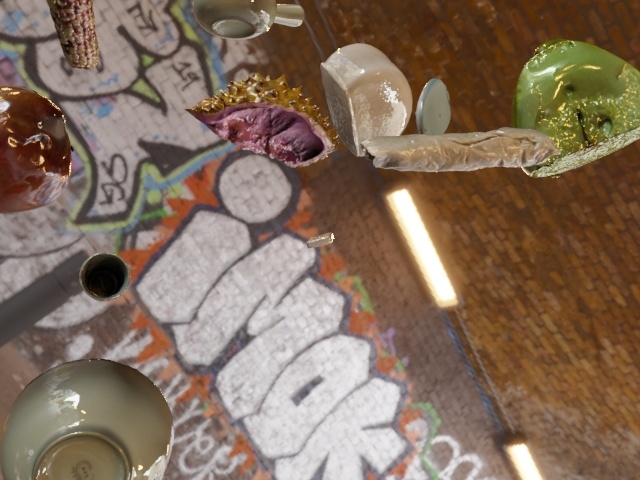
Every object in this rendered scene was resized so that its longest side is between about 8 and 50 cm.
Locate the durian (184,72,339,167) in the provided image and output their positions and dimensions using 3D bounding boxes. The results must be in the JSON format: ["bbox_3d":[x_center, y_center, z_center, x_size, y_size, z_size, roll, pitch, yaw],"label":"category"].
[{"bbox_3d":[-0.076,-0.244,1.312,0.341,0.191,0.112,20,55,-46],"label":"durian"}]

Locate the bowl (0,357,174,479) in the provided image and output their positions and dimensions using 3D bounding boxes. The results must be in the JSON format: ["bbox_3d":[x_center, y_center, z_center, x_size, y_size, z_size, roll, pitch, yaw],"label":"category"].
[{"bbox_3d":[-0.468,0.430,1.341,0.354,0.354,0.185,57,-9,-13],"label":"bowl"}]

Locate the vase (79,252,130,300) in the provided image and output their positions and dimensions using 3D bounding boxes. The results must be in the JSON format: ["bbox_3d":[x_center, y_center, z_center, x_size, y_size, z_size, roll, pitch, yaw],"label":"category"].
[{"bbox_3d":[-0.455,0.085,1.412,0.096,0.096,0.219,55,-20,-5],"label":"vase"}]

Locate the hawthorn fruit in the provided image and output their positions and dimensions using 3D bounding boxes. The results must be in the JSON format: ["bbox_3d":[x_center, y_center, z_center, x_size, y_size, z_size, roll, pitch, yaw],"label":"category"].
[{"bbox_3d":[-0.712,-0.203,1.485,0.325,0.308,0.308,8,18,-36],"label":"hawthorn fruit"}]

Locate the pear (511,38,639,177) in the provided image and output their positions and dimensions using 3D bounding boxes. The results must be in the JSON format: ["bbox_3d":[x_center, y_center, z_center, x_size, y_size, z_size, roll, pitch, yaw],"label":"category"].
[{"bbox_3d":[0.608,-0.342,1.661,0.238,0.342,0.318,58,11,-82],"label":"pear"}]

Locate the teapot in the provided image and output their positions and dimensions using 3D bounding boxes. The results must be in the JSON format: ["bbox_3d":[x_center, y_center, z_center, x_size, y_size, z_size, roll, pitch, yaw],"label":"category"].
[{"bbox_3d":[-0.188,-0.591,1.724,0.318,0.220,0.149,20,70,-72],"label":"teapot"}]

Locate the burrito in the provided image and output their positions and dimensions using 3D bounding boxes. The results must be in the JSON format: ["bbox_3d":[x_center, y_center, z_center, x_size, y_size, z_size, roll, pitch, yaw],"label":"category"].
[{"bbox_3d":[0.264,-0.175,1.284,0.117,0.392,0.076,-129,-143,-65],"label":"burrito"}]

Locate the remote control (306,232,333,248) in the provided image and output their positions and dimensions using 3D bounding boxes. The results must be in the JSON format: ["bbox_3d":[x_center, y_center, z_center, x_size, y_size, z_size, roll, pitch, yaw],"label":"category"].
[{"bbox_3d":[0.000,0.000,2.246,0.190,0.088,0.029,-64,138,-86],"label":"remote control"}]

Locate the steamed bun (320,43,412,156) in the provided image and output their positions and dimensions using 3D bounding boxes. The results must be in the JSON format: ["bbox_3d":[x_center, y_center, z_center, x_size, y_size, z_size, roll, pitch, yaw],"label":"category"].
[{"bbox_3d":[0.109,-0.318,1.498,0.146,0.164,0.241,57,-11,36],"label":"steamed bun"}]

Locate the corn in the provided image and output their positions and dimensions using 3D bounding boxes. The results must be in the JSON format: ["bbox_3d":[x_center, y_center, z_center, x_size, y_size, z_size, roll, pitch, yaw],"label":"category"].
[{"bbox_3d":[-0.536,-0.470,1.457,0.092,0.092,0.280,50,-25,15],"label":"corn"}]

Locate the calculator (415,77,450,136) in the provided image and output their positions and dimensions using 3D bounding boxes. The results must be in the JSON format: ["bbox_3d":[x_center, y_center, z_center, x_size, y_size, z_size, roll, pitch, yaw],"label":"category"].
[{"bbox_3d":[0.377,-0.428,2.207,0.042,0.295,0.184,0,-53,31],"label":"calculator"}]
